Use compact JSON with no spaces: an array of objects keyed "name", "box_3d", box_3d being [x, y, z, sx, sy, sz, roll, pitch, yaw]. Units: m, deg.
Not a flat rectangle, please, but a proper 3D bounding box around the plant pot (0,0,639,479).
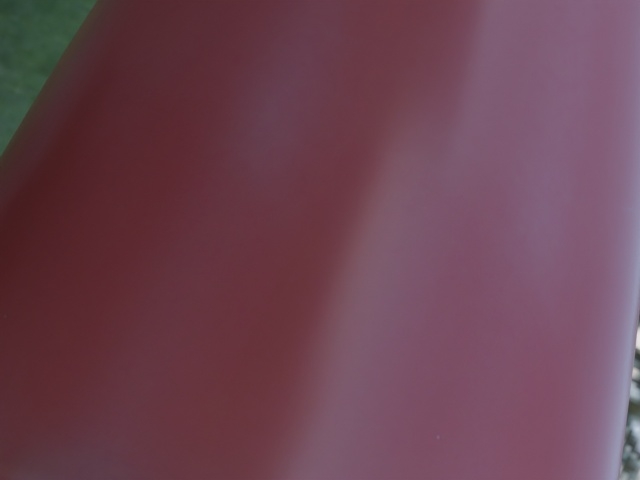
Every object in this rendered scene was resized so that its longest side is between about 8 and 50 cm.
[{"name":"plant pot","box_3d":[0.000,0.000,0.513,0.275,0.275,0.243,117,-9,-78]}]
